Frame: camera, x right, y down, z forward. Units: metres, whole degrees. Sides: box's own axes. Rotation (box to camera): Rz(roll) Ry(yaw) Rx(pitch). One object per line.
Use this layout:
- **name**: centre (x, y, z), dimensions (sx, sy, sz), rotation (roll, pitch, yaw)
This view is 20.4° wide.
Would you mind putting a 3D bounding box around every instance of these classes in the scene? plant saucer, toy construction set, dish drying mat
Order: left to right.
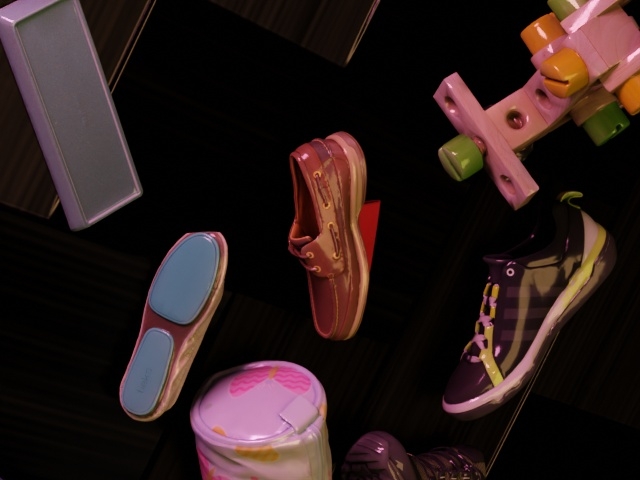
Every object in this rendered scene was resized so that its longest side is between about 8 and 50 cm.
- **plant saucer**: centre (-0.179, -0.096, 1.303), dimensions (0.067, 0.018, 0.192), rotation (-32, 129, -23)
- **dish drying mat**: centre (0.033, 0.006, 1.531), dimensions (0.032, 0.008, 0.083), rotation (-9, 115, -37)
- **toy construction set**: centre (0.193, -0.168, 1.457), dimensions (0.237, 0.257, 0.309), rotation (-29, 107, -10)

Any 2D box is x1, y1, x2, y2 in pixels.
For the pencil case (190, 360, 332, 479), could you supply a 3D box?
- **pencil case**: centre (-0.034, 0.235, 1.510), dimensions (0.113, 0.124, 0.273), rotation (-27, 125, -26)

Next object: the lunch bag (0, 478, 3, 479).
- **lunch bag**: centre (-0.307, 0.260, 1.290), dimensions (0.221, 0.138, 0.293), rotation (-58, 140, -14)

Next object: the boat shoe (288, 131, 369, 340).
- **boat shoe**: centre (0.000, 0.000, 1.468), dimensions (0.060, 0.064, 0.178), rotation (-12, 112, -29)

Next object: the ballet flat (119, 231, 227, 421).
- **ballet flat**: centre (-0.114, 0.065, 1.421), dimensions (0.168, 0.057, 0.052), rotation (-64, 161, 10)

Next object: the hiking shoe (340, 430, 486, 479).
- **hiking shoe**: centre (0.096, 0.224, 1.652), dimensions (0.114, 0.086, 0.227), rotation (-56, 141, -21)

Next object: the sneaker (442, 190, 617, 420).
- **sneaker**: centre (0.172, 0.055, 1.638), dimensions (0.097, 0.084, 0.235), rotation (41, 81, -19)
